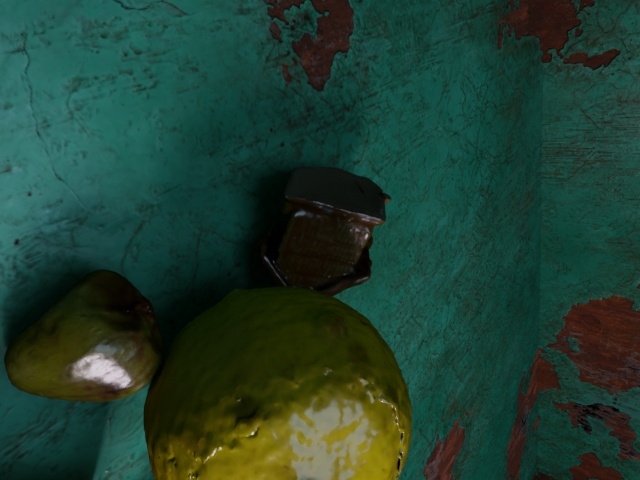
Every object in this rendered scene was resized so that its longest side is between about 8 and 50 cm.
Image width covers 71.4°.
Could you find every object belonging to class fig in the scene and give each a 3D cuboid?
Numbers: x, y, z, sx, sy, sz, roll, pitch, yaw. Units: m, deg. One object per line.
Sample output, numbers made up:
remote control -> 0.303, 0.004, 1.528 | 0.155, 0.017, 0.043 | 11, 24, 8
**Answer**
fig -> -0.279, 0.118, 0.530 | 0.166, 0.144, 0.154 | -15, 106, -30

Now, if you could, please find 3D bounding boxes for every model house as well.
model house -> 0.001, -0.002, 0.805 | 0.220, 0.199, 0.229 | 20, 114, -11

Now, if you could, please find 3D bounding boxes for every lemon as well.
lemon -> -0.059, 0.228, 0.621 | 0.350, 0.387, 0.350 | -4, 102, -18
